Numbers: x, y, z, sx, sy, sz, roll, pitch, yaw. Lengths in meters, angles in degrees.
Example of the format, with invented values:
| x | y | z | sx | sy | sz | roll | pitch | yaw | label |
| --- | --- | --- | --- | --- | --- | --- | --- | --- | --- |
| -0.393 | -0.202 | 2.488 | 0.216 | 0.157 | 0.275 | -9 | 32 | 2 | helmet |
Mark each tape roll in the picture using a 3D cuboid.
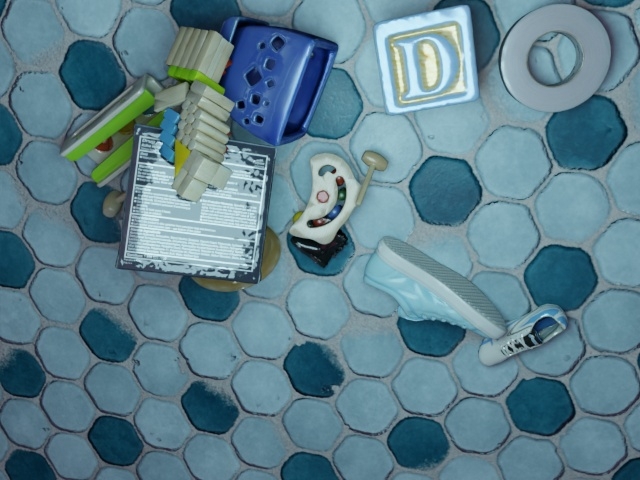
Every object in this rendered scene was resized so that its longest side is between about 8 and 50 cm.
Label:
| x | y | z | sx | sy | sz | roll | pitch | yaw | label |
| --- | --- | --- | --- | --- | --- | --- | --- | --- | --- |
| 0.493 | -0.386 | 1.342 | 0.219 | 0.072 | 0.219 | 3 | 106 | 9 | tape roll |

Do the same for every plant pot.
| x | y | z | sx | sy | sz | roll | pitch | yaw | label |
| --- | --- | --- | --- | --- | --- | --- | --- | --- | --- |
| -0.115 | -0.360 | 1.377 | 0.212 | 0.236 | 0.235 | 25 | 110 | 8 | plant pot |
| -0.215 | 0.031 | 1.558 | 0.236 | 0.032 | 0.236 | -11 | 132 | -12 | plant pot |

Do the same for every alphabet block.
| x | y | z | sx | sy | sz | roll | pitch | yaw | label |
| --- | --- | --- | --- | --- | --- | --- | --- | --- | --- |
| 0.223 | -0.377 | 1.326 | 0.194 | 0.197 | 0.192 | -6 | 106 | 12 | alphabet block |

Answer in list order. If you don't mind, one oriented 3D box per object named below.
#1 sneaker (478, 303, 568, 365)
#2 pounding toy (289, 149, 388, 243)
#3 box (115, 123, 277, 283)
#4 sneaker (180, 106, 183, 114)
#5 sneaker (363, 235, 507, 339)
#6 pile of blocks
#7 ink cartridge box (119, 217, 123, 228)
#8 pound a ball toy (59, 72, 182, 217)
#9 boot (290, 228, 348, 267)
| x | y | z | sx | sy | sz | roll | pitch | yaw | label |
| --- | --- | --- | --- | --- | --- | --- | --- | --- | --- |
| 0.484 | 0.235 | 1.526 | 0.237 | 0.086 | 0.085 | -37 | 99 | 19 | sneaker |
| 0.019 | -0.116 | 1.450 | 0.154 | 0.155 | 0.269 | 36 | 96 | -2 | pounding toy |
| -0.266 | -0.075 | 1.361 | 0.296 | 0.183 | 0.293 | 8 | 92 | -14 | box |
| -0.253 | -0.176 | 1.515 | 0.148 | 0.131 | 0.349 | 0 | 112 | 3 | sneaker |
| 0.268 | 0.143 | 1.522 | 0.366 | 0.135 | 0.150 | 36 | 117 | 7 | sneaker |
| -0.237 | -0.240 | 1.241 | 0.149 | 0.113 | 0.362 | -7 | 73 | 31 | pile of blocks |
| -0.424 | -0.019 | 1.616 | 0.151 | 0.063 | 0.109 | -9 | 105 | 12 | ink cartridge box |
| -0.470 | -0.231 | 1.543 | 0.319 | 0.135 | 0.208 | -33 | 124 | 17 | pound a ball toy |
| 0.000 | 0.000 | 1.559 | 0.121 | 0.045 | 0.099 | 37 | 109 | -6 | boot |
